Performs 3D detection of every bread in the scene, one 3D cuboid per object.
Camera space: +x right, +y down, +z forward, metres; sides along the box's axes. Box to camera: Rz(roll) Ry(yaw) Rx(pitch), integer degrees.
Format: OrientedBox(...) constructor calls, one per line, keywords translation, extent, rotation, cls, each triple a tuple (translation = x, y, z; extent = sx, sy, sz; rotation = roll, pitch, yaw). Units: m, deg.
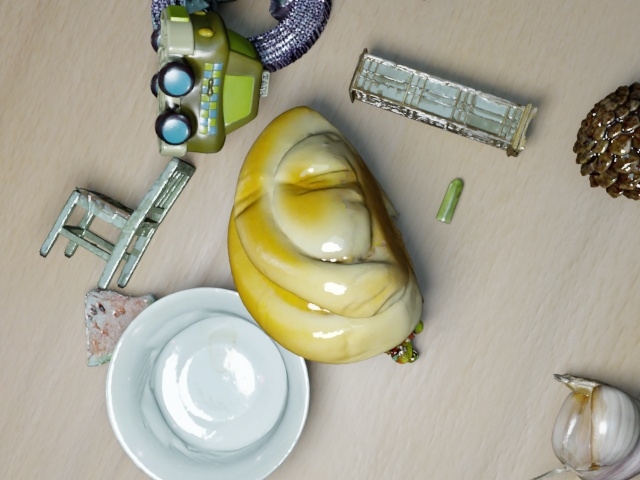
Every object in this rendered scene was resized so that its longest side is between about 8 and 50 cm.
OrientedBox(translation=(0.022, -0.012, 1.336), extent=(0.328, 0.245, 0.424), rotation=(0, 47, -17), cls="bread")

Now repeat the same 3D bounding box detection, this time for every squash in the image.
OrientedBox(translation=(0.236, -0.073, 1.486), extent=(0.027, 0.027, 0.083), rotation=(21, 90, 6), cls="squash")

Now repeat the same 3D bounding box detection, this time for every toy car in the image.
OrientedBox(translation=(-0.186, -0.263, 1.394), extent=(0.198, 0.204, 0.248), rotation=(0, 123, -16), cls="toy car")

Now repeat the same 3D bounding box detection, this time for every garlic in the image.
OrientedBox(translation=(0.432, 0.314, 1.387), extent=(0.256, 0.207, 0.207), rotation=(-17, 86, 3), cls="garlic")

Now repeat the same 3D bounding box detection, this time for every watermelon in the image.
OrientedBox(translation=(-0.377, 0.140, 1.514), extent=(0.187, 0.071, 0.139), rotation=(-42, 78, 10), cls="watermelon")

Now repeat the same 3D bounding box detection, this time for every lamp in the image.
OrientedBox(translation=(0.215, -0.244, 1.465), extent=(0.325, 0.089, 0.090), rotation=(19, 89, 6), cls="lamp")

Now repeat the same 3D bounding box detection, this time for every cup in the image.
OrientedBox(translation=(-0.183, 0.254, 1.441), extent=(0.347, 0.163, 0.347), rotation=(0, 88, 6), cls="cup")

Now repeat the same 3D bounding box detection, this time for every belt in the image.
OrientedBox(translation=(-0.143, -0.432, 1.489), extent=(0.324, 0.122, 0.260), rotation=(-5, 92, 6), cls="belt")

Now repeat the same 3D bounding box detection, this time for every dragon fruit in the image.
OrientedBox(translation=(0.119, 0.138, 1.450), extent=(0.138, 0.142, 0.175), rotation=(-2, 113, 39), cls="dragon fruit")

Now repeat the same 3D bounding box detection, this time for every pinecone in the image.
OrientedBox(translation=(0.537, -0.159, 1.388), extent=(0.204, 0.179, 0.184), rotation=(24, 128, 0), cls="pinecone")

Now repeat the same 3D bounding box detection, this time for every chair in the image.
OrientedBox(translation=(-0.366, -0.057, 1.483), extent=(0.147, 0.136, 0.270), rotation=(30, 92, 4), cls="chair")
